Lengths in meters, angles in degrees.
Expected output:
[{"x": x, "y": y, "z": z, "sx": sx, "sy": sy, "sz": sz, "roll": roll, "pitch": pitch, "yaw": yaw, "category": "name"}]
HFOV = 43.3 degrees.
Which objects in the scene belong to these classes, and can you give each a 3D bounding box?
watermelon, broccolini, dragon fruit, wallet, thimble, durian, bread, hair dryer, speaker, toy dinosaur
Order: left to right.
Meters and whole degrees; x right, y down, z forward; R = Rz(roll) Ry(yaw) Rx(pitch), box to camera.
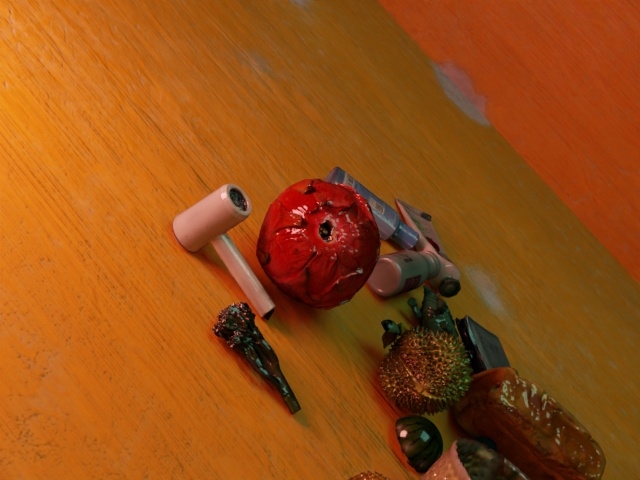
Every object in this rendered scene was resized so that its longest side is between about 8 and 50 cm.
[{"x": -0.141, "y": 0.031, "z": 1.379, "sx": 0.236, "sy": 0.131, "sz": 0.073, "roll": 59, "pitch": 26, "yaw": -2, "category": "hair dryer"}, {"x": -0.087, "y": 0.182, "z": 1.292, "sx": 0.202, "sy": 0.068, "sz": 0.091, "roll": 46, "pitch": 10, "yaw": 1, "category": "broccolini"}, {"x": -0.002, "y": 0.007, "z": 1.454, "sx": 0.241, "sy": 0.241, "sz": 0.252, "roll": 43, "pitch": 11, "yaw": -3, "category": "dragon fruit"}, {"x": 0.179, "y": 0.350, "z": 1.417, "sx": 0.105, "sy": 0.062, "sz": 0.105, "roll": 41, "pitch": 26, "yaw": -25, "category": "watermelon"}, {"x": 0.188, "y": 0.239, "z": 1.478, "sx": 0.146, "sy": 0.198, "sz": 0.159, "roll": 26, "pitch": 77, "yaw": -33, "category": "durian"}, {"x": 0.245, "y": 0.196, "z": 1.674, "sx": 0.120, "sy": 0.079, "sz": 0.292, "roll": 55, "pitch": 20, "yaw": -30, "category": "toy dinosaur"}, {"x": 0.285, "y": 0.408, "z": 1.500, "sx": 0.094, "sy": 0.060, "sz": 0.075, "roll": 3, "pitch": 38, "yaw": -1, "category": "speaker"}, {"x": 0.254, "y": 0.442, "z": 1.231, "sx": 0.271, "sy": 0.150, "sz": 0.271, "roll": 37, "pitch": 12, "yaw": -9, "category": "thimble"}, {"x": 0.367, "y": 0.259, "z": 1.745, "sx": 0.222, "sy": 0.036, "sz": 0.167, "roll": 30, "pitch": 35, "yaw": -51, "category": "wallet"}, {"x": 0.400, "y": 0.376, "z": 1.568, "sx": 0.294, "sy": 0.167, "sz": 0.132, "roll": 43, "pitch": 52, "yaw": -6, "category": "bread"}]

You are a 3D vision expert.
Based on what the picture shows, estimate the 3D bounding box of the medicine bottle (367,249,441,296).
[{"x": 0.189, "y": 0.066, "z": 1.768, "sx": 0.090, "sy": 0.090, "sz": 0.216, "roll": 54, "pitch": 30, "yaw": 17, "category": "medicine bottle"}]

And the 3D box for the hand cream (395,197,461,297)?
[{"x": 0.269, "y": 0.013, "z": 1.982, "sx": 0.121, "sy": 0.076, "sz": 0.336, "roll": 29, "pitch": 26, "yaw": -29, "category": "hand cream"}]

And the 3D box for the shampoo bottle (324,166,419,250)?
[{"x": 0.121, "y": -0.066, "z": 1.882, "sx": 0.258, "sy": 0.061, "sz": 0.104, "roll": 36, "pitch": 29, "yaw": -14, "category": "shampoo bottle"}]

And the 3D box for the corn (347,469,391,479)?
[{"x": 0.026, "y": 0.412, "z": 1.089, "sx": 0.115, "sy": 0.115, "sz": 0.318, "roll": 49, "pitch": 30, "yaw": 8, "category": "corn"}]
